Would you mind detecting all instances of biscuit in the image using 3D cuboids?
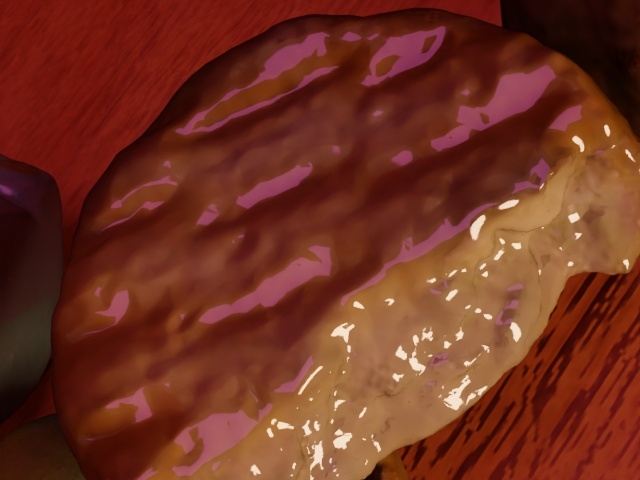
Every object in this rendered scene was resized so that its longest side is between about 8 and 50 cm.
[{"bbox_3d":[0.001,0.001,0.488,0.274,0.091,0.213,-36,53,3],"label":"biscuit"}]

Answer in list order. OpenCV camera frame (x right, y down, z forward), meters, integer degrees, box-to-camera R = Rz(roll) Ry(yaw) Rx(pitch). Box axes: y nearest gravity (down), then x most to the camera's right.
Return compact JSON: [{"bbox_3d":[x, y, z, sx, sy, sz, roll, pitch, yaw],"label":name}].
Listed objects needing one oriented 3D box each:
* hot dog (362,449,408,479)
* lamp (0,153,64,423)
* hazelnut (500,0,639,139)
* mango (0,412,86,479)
[{"bbox_3d":[0.001,0.119,0.517,0.068,0.083,0.289,-11,54,-18],"label":"hot dog"},{"bbox_3d":[-0.319,0.049,0.644,0.301,0.247,0.247,5,107,14],"label":"lamp"},{"bbox_3d":[0.198,-0.127,0.501,0.208,0.208,0.208,-10,62,20],"label":"hazelnut"},{"bbox_3d":[-0.109,0.166,0.542,0.122,0.085,0.191,-47,55,-7],"label":"mango"}]
